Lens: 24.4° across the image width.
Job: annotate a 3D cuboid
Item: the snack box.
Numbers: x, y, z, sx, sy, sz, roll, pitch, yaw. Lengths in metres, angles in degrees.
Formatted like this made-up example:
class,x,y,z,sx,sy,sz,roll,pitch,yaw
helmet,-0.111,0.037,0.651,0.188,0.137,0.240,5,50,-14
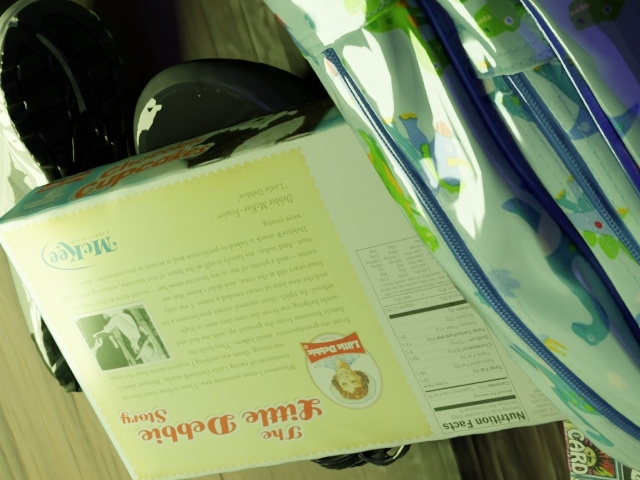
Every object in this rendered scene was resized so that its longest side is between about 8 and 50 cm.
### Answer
class,x,y,z,sx,sy,sz,roll,pitch,yaw
snack box,-0.007,0.026,0.801,0.322,0.060,0.187,-14,112,31

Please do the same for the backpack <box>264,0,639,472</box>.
class,x,y,z,sx,sy,sz,roll,pitch,yaw
backpack,0.157,-0.062,0.586,0.273,0.290,0.356,10,126,60

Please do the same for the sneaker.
class,x,y,z,sx,sy,sz,roll,pitch,yaw
sneaker,-0.164,-0.030,0.945,0.108,0.100,0.272,24,128,49

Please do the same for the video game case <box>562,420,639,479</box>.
class,x,y,z,sx,sy,sz,roll,pitch,yaw
video game case,0.236,0.128,0.790,0.210,0.042,0.232,2,112,30

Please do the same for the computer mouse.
class,x,y,z,sx,sy,sz,roll,pitch,yaw
computer mouse,0.000,0.000,0.867,0.188,0.072,0.272,-28,107,36
